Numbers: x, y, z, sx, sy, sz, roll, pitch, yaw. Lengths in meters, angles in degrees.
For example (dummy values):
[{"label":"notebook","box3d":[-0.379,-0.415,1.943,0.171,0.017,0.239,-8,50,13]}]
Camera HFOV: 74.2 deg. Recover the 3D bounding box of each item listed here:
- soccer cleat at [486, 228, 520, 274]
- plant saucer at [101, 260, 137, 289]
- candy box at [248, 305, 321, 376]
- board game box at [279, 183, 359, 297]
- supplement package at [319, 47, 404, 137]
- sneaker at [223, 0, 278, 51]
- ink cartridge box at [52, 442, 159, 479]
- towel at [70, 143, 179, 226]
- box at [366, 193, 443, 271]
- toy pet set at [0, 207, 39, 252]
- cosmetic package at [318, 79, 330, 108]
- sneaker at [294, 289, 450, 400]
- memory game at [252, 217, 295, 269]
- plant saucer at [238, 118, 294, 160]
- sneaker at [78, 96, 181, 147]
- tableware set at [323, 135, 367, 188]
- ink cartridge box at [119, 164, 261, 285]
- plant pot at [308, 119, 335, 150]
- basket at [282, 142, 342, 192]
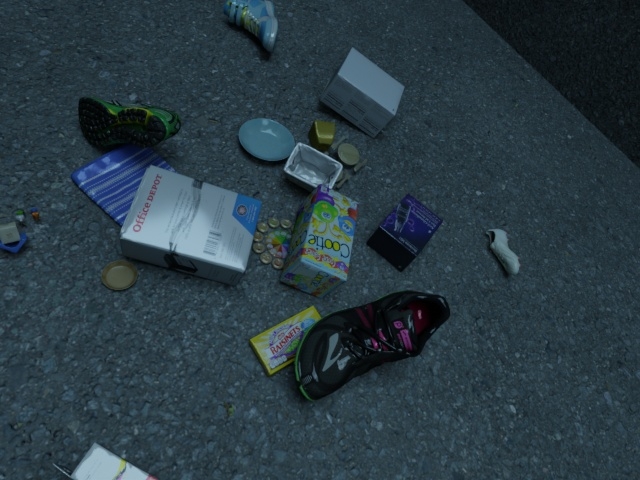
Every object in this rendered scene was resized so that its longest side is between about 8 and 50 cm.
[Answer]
[{"label":"soccer cleat","box3d":[0.644,0.040,1.505,0.076,0.068,0.196,5,50,-11]},{"label":"plant saucer","box3d":[-0.510,0.090,1.077,0.083,0.015,0.083,10,55,-15]},{"label":"candy box","box3d":[-0.075,0.261,1.118,0.206,0.027,0.105,-24,67,-31]},{"label":"board game box","box3d":[0.000,0.000,1.229,0.142,0.144,0.275,25,53,-18]},{"label":"supplement package","box3d":[0.165,-0.572,1.642,0.262,0.145,0.204,32,53,-14]},{"label":"sneaker","box3d":[-0.288,-0.887,1.726,0.208,0.127,0.319,3,48,-20]},{"label":"ink cartridge box","box3d":[-0.401,0.455,0.818,0.198,0.115,0.067,30,54,0]},{"label":"towel","box3d":[-0.504,-0.143,1.216,0.336,0.040,0.243,40,55,8]},{"label":"box","box3d":[0.276,-0.027,1.383,0.153,0.108,0.207,39,54,6]},{"label":"toy pet set","box3d":[-0.757,-0.021,1.047,0.122,0.065,0.114,-18,31,-32]},{"label":"cosmetic package","box3d":[0.038,-0.586,1.698,0.060,0.041,0.115,22,54,-6]},{"label":"sneaker","box3d":[0.141,0.239,1.089,0.482,0.202,0.185,-25,88,-30]},{"label":"memory game","box3d":[-0.118,0.008,1.276,0.186,0.012,0.186,10,56,-15]},{"label":"plant saucer","box3d":[-0.187,-0.338,1.459,0.195,0.037,0.195,9,57,-14]},{"label":"sneaker","box3d":[-0.566,-0.342,1.245,0.343,0.134,0.146,15,25,17]},{"label":"tableware set","box3d":[0.064,-0.273,1.510,0.128,0.039,0.194,45,60,-3]},{"label":"ink cartridge box","box3d":[-0.337,-0.035,1.126,0.307,0.129,0.223,18,61,-15]},{"label":"plant pot","box3d":[0.007,-0.371,1.528,0.081,0.081,0.083,3,68,-18]},{"label":"basket","box3d":[-0.027,-0.223,1.385,0.167,0.103,0.113,27,80,0]}]
